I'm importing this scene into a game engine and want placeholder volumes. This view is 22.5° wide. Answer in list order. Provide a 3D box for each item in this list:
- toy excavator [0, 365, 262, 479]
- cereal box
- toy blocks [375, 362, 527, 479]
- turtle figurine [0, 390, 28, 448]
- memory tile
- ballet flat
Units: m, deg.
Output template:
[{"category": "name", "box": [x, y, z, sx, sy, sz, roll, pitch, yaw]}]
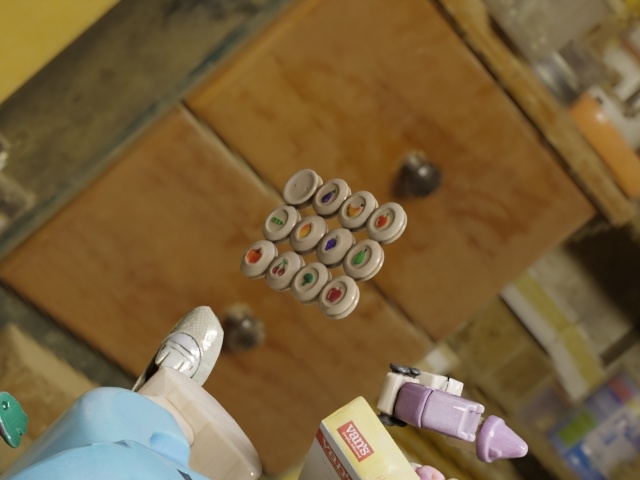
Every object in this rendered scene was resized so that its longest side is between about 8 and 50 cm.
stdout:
[{"category": "toy excavator", "box": [-0.125, 0.202, 1.142, 0.433, 0.222, 0.445, 36, 13, -48]}, {"category": "cereal box", "box": [0.050, 0.244, 1.356, 0.173, 0.047, 0.240, 54, -18, 16]}, {"category": "toy blocks", "box": [0.191, 0.319, 1.686, 0.260, 0.308, 0.288, 16, -1, 28]}, {"category": "turtle figurine", "box": [-0.415, 0.211, 1.621, 0.118, 0.234, 0.175, 53, 41, -31]}, {"category": "memory tile", "box": [0.000, 0.000, 1.364, 0.148, 0.113, 0.012, 24, -14, 47]}, {"category": "ballet flat", "box": [-0.148, 0.138, 1.541, 0.057, 0.168, 0.052, 32, 2, 10]}]
